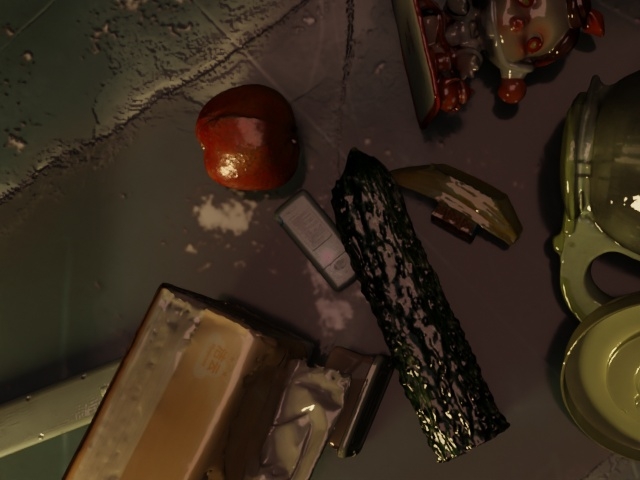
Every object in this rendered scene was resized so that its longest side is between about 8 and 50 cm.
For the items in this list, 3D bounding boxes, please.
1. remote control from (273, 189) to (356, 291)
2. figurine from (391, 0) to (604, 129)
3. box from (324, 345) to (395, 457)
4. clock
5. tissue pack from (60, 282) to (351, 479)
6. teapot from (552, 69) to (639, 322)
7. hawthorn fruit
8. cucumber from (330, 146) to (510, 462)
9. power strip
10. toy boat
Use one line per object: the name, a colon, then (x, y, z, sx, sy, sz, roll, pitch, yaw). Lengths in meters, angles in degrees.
remote control: (0.000, 0.000, 1.358, 0.053, 0.018, 0.124, -41, 84, 0)
figurine: (0.209, -0.243, 1.302, 0.226, 0.160, 0.184, -12, 86, -4)
box: (0.031, 0.178, 1.310, 0.062, 0.089, 0.122, 22, 88, 16)
clock: (0.376, 0.152, 1.239, 0.234, 0.029, 0.235, 8, 126, 12)
tissue pack: (-0.118, 0.230, 1.239, 0.238, 0.238, 0.306, 27, 88, 6)
teapot: (0.379, -0.053, 1.263, 0.239, 0.322, 0.240, 6, 46, 20)
hawthorn fruit: (-0.082, -0.115, 1.328, 0.128, 0.128, 0.128, 0, 86, 5)
cucumber: (0.096, 0.066, 1.298, 0.096, 0.096, 0.359, -26, 87, 3)
power strip: (-0.299, 0.194, 1.365, 0.252, 0.027, 0.060, -21, 83, 3)
toy boat: (0.151, -0.045, 1.328, 0.172, 0.065, 0.066, 28, 112, 11)
